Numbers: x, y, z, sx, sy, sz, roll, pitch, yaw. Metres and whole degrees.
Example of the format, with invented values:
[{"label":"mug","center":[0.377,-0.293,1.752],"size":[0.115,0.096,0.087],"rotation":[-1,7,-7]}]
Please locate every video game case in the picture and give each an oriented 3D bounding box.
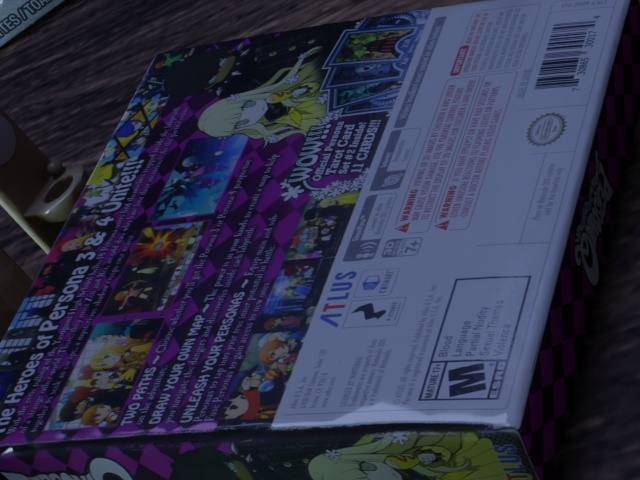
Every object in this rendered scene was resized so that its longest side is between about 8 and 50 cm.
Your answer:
[{"label":"video game case","center":[0.000,0.000,0.689],"size":[0.210,0.042,0.232],"rotation":[-6,40,24]}]

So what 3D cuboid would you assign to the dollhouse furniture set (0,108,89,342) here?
[{"label":"dollhouse furniture set","center":[-0.098,-0.021,0.818],"size":[0.151,0.123,0.144],"rotation":[-8,40,48]}]

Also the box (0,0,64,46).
[{"label":"box","center":[-0.223,-0.238,1.307],"size":[0.247,0.142,0.163],"rotation":[-34,26,13]}]
